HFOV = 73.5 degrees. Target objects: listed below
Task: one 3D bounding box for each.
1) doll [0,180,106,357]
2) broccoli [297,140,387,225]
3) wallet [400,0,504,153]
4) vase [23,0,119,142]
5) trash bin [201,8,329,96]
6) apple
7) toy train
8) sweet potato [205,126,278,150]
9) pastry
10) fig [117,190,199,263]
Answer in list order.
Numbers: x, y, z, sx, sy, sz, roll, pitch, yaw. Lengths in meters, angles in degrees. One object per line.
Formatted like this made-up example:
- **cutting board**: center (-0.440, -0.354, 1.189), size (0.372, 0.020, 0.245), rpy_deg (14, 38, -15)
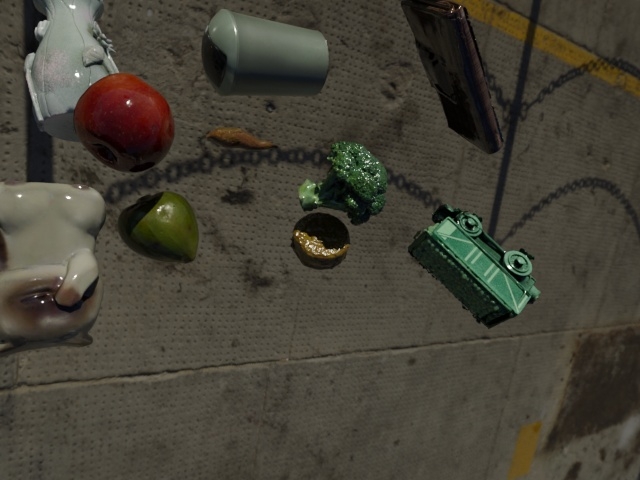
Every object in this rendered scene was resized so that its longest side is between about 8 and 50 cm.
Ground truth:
- **doll**: center (-0.548, 0.035, 0.856), size (0.215, 0.226, 0.369), rpy_deg (0, 76, -51)
- **broccoli**: center (0.066, -0.159, 1.278), size (0.271, 0.270, 0.269), rpy_deg (-19, 115, 3)
- **wallet**: center (0.189, -0.230, 0.605), size (0.042, 0.124, 0.230), rpy_deg (-39, 131, 5)
- **vase**: center (-0.713, -0.518, 1.241), size (0.250, 0.250, 0.444), rpy_deg (-4, 78, -30)
- **trash bin**: center (-0.212, -0.662, 1.561), size (0.433, 0.280, 0.279), rpy_deg (-7, 107, -30)
- **apple**: center (-0.460, -0.275, 1.019), size (0.218, 0.218, 0.201), rpy_deg (43, 66, -32)
- **toy train**: center (0.317, 0.048, 0.879), size (0.154, 0.115, 0.269), rpy_deg (-40, 80, -25)
- **sweet potato**: center (-0.238, -0.304, 1.289), size (0.227, 0.068, 0.068), rpy_deg (4, 101, -27)
- **pastry**: center (0.000, 0.000, 1.350), size (0.189, 0.188, 0.103), rpy_deg (-25, 151, -23)
- **fig**: center (-0.442, -0.024, 1.207), size (0.203, 0.203, 0.225), rpy_deg (-37, 103, -18)
